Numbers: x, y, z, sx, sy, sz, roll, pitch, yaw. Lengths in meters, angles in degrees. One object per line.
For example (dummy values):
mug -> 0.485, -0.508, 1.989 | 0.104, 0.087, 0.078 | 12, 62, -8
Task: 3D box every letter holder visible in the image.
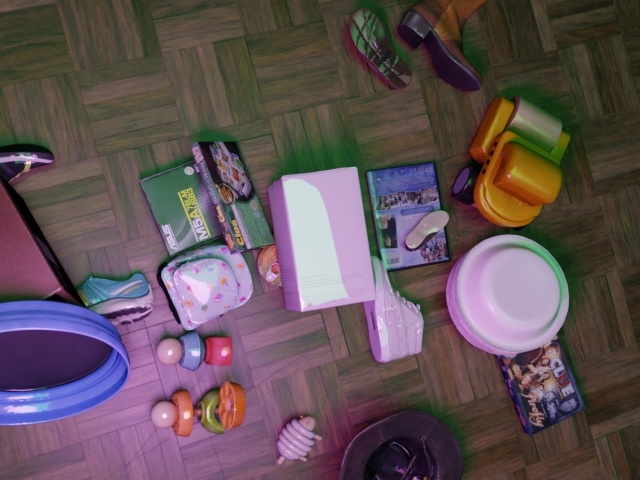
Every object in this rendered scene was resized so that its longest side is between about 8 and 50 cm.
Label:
letter holder -> -0.659, 0.054, 1.527 | 0.214, 0.152, 0.302 | -32, 73, -11

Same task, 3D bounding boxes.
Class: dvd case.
dvd case -> 0.217, -0.058, 1.849 | 0.180, 0.022, 0.253 | -9, 88, -14

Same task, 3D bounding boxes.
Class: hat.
hat -> 0.162, 0.517, 1.746 | 0.331, 0.134, 0.332 | -6, 104, -24

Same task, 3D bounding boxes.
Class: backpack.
backpack -> -0.246, 0.092, 1.669 | 0.188, 0.144, 0.166 | -26, 101, -22

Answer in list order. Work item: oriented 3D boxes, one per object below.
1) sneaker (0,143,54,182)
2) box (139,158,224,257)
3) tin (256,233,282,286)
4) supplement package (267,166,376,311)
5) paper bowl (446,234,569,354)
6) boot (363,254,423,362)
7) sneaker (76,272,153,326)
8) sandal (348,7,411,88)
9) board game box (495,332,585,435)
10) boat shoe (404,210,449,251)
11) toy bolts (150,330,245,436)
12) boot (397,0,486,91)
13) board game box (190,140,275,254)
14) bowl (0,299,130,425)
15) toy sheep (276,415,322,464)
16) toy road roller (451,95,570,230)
sneaker -> -0.693, -0.148, 1.629 | 0.234, 0.084, 0.097 | -8, 113, -12
box -> -0.293, -0.080, 1.721 | 0.184, 0.045, 0.191 | -21, 91, -16
tin -> -0.073, 0.022, 1.770 | 0.106, 0.040, 0.190 | 37, 79, -5
supplement package -> 0.000, 0.000, 1.680 | 0.175, 0.177, 0.293 | -8, 89, -14
paper bowl -> 0.456, 0.126, 1.808 | 0.284, 0.148, 0.284 | 2, 77, -7
boot -> 0.175, 0.155, 1.800 | 0.123, 0.095, 0.259 | -9, 97, -19
sneaker -> -0.504, 0.138, 1.646 | 0.275, 0.107, 0.110 | -9, 61, -10
sandal -> 0.141, -0.463, 1.841 | 0.090, 0.060, 0.219 | -47, 112, -5
board game box -> 0.546, 0.340, 1.891 | 0.165, 0.042, 0.243 | -22, 92, -14
boat shoe -> 0.255, -0.024, 1.824 | 0.133, 0.042, 0.049 | -40, 76, -13
toy bolts -> -0.272, 0.308, 1.624 | 0.158, 0.218, 0.229 | 3, 79, -26
boot -> 0.362, -0.545, 1.896 | 0.264, 0.096, 0.280 | 39, 72, -1
board game box -> -0.195, -0.100, 1.694 | 0.136, 0.030, 0.260 | -9, 76, -57
bowl -> -0.577, 0.245, 1.486 | 0.390, 0.391, 0.077 | -6, 54, -13
toy sheep -> -0.055, 0.458, 1.725 | 0.091, 0.091, 0.132 | 34, 85, -9
toy road roller -> 0.485, -0.189, 1.806 | 0.202, 0.240, 0.330 | 27, 81, -11
